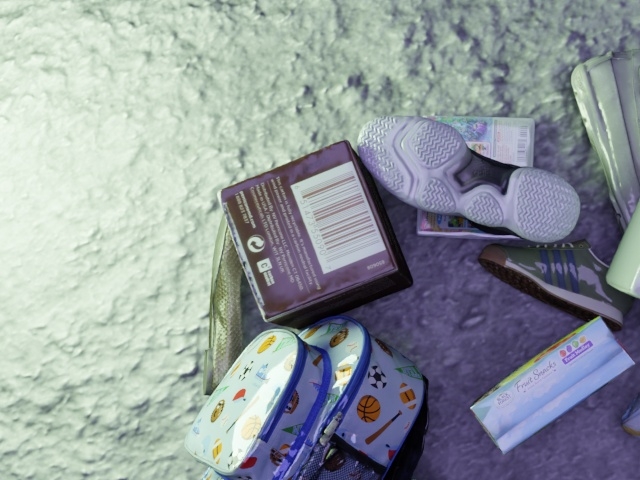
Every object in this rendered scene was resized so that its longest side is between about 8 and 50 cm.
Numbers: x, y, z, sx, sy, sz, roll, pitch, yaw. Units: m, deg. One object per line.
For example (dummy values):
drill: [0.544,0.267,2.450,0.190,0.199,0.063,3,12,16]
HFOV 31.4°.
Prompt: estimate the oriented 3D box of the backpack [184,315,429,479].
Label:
backpack: [-0.013,0.214,1.325,0.213,0.276,0.263,46,72,-24]

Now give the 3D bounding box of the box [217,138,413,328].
box: [0.000,0.000,1.375,0.167,0.203,0.168,-22,79,6]

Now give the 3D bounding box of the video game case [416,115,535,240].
video game case: [0.197,-0.080,1.447,0.143,0.019,0.157,3,84,10]

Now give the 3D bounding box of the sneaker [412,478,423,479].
sneaker: [0.097,0.398,1.381,0.151,0.094,0.255,2,107,47]

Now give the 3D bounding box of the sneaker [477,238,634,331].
sneaker: [0.297,0.033,1.398,0.192,0.064,0.086,27,75,15]

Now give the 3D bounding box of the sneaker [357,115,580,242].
sneaker: [0.166,-0.067,1.357,0.269,0.153,0.101,21,89,-1]

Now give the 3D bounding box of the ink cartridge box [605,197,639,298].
ink cartridge box: [0.547,-0.002,1.215,0.385,0.160,0.279,22,93,3]

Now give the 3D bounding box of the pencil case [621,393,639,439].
pencil case: [0.481,0.253,1.307,0.273,0.113,0.124,38,116,12]

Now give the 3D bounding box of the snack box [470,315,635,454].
snack box: [0.261,0.166,1.307,0.174,0.207,0.070,-35,78,2]

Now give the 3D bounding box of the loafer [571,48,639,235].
loafer: [0.397,-0.082,1.367,0.111,0.112,0.319,-19,79,15]

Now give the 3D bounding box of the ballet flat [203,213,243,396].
ballet flat: [-0.112,0.078,1.452,0.058,0.084,0.249,5,85,-9]
